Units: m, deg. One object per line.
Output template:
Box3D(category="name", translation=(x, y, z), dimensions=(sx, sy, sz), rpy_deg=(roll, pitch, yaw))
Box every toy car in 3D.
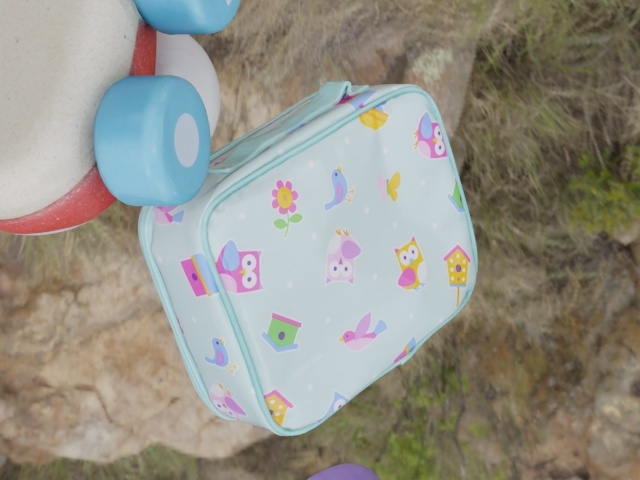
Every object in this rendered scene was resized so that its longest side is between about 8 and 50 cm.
Box3D(category="toy car", translation=(-0.138, -0.084, 0.722), dimensions=(0.219, 0.210, 0.238), rpy_deg=(2, 163, 21))

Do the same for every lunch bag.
Box3D(category="lunch bag", translation=(0.000, 0.000, 0.877), dimensions=(0.279, 0.108, 0.224), rpy_deg=(-34, 112, -37))

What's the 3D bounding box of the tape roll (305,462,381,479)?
Box3D(category="tape roll", translation=(0.016, 0.346, 1.210), dimensions=(0.189, 0.080, 0.189), rpy_deg=(-23, 132, -29))
